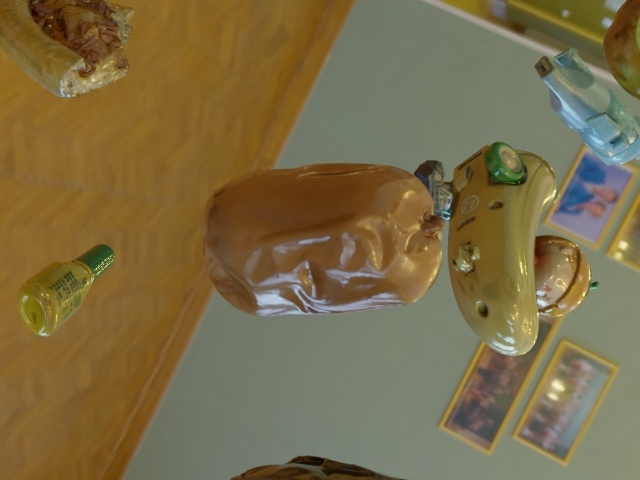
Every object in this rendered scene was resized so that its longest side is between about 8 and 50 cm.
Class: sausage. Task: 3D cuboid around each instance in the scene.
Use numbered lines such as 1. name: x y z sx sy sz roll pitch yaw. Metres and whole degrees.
1. sausage: 0.000 0.001 0.833 0.120 0.241 0.136 -53 138 -58

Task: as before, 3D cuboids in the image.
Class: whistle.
1. whistle: 0.428 -0.200 1.394 0.093 0.274 0.186 -39 -141 27

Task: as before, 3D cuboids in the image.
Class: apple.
1. apple: 0.264 -0.148 0.637 0.114 0.102 0.099 -55 171 20

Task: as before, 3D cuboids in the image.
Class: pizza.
1. pizza: -0.326 -0.281 1.133 0.365 0.182 0.073 -111 -150 -52

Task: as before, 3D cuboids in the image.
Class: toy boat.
1. toy boat: 0.114 -0.041 0.883 0.038 0.038 0.083 -48 141 -54

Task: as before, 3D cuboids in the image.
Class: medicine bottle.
1. medicine bottle: -0.414 0.068 1.483 0.260 0.064 0.094 -57 136 -66

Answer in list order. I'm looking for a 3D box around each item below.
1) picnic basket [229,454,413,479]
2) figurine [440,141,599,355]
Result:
1. picnic basket: -0.041 0.362 0.731 0.293 0.337 0.337 -8 -137 52
2. figurine: 0.256 0.014 1.150 0.124 0.222 0.324 -36 -147 39
